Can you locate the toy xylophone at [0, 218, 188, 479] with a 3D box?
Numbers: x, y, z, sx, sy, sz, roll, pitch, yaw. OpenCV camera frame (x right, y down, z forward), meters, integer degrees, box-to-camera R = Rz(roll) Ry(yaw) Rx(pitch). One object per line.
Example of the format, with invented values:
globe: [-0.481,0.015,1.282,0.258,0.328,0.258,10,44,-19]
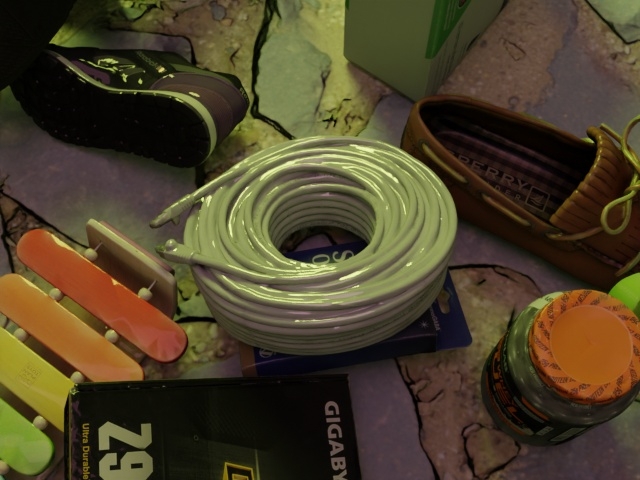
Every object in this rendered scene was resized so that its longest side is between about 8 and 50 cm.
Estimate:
toy xylophone: [-0.245,0.146,0.791,0.236,0.081,0.322,26,71,10]

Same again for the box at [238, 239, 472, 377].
box: [0.027,0.062,0.821,0.225,0.036,0.136,-9,47,-4]

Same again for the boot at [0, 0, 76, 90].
boot: [-0.358,-0.350,0.896,0.284,0.138,0.377,27,74,24]

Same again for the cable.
cable: [0.000,0.000,0.796,0.257,0.089,0.257,30,54,31]

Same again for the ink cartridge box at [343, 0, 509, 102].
ink cartridge box: [0.157,-0.328,0.901,0.121,0.211,0.289,35,73,14]

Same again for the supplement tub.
supplement tub: [0.215,0.116,0.737,0.117,0.190,0.117,0,68,1]

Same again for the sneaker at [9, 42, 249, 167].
sneaker: [-0.215,-0.166,0.922,0.283,0.107,0.124,20,41,17]

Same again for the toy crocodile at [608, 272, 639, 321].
toy crocodile: [0.431,0.102,0.760,0.341,0.115,0.105,9,110,3]

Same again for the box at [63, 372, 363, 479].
box: [-0.083,0.280,0.695,0.257,0.079,0.322,1,67,-19]

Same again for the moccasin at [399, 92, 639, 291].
moccasin: [0.264,-0.053,0.825,0.380,0.147,0.139,28,72,11]
